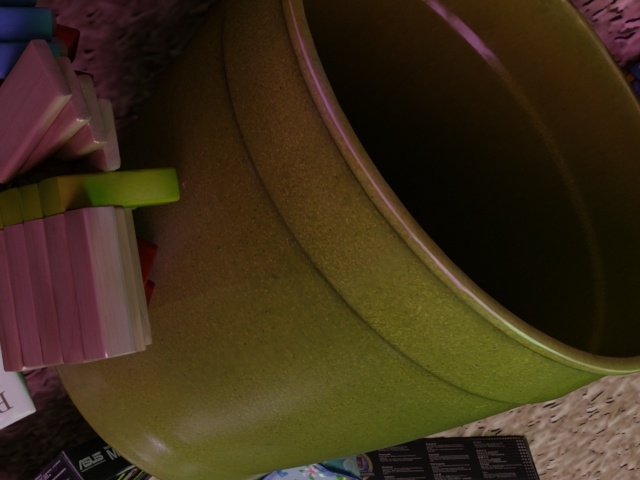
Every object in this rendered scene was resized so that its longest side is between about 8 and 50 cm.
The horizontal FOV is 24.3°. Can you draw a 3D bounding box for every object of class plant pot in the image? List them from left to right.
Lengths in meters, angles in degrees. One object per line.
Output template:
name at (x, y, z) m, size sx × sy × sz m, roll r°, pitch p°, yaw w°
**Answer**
plant pot at (0.000, 0.000, 1.015) m, size 0.366 × 0.366 × 0.353 m, roll 29°, pitch 132°, yaw -32°

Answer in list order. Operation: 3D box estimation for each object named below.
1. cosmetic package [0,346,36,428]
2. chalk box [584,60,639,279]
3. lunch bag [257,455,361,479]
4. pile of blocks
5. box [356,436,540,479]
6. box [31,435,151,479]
cosmetic package at (-0.345, -0.022, 0.907) m, size 0.197 × 0.155 × 0.365 m, roll -29°, pitch 115°, yaw -10°
chalk box at (0.346, -0.064, 1.118) m, size 0.289 × 0.179 × 0.180 m, roll -35°, pitch 130°, yaw 19°
lunch bag at (-0.048, 0.191, 1.297) m, size 0.096 × 0.129 × 0.151 m, roll 30°, pitch 122°, yaw -27°
pile of blocks at (-0.164, -0.087, 0.897) m, size 0.113 × 0.362 × 0.149 m, roll -9°, pitch 155°, yaw -44°
box at (0.059, 0.287, 1.455) m, size 0.270 × 0.060 × 0.216 m, roll -1°, pitch 131°, yaw -12°
box at (-0.215, 0.224, 1.274) m, size 0.191 × 0.045 × 0.184 m, roll -43°, pitch 167°, yaw 25°
